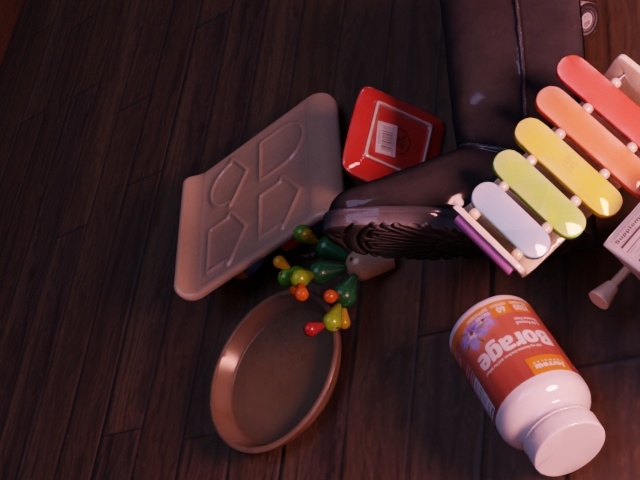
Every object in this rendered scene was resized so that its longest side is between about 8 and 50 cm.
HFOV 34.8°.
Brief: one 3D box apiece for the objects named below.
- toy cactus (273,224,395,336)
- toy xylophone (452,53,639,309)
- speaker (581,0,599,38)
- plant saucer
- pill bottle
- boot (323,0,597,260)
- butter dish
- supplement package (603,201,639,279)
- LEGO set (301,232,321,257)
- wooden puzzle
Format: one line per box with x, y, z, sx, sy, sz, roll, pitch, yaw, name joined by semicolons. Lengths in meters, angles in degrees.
0.026;0.056;1.572;0.180;0.112;0.219;-12;36;-6;toy cactus
0.325;-0.068;1.250;0.236;0.081;0.323;37;76;12;toy xylophone
0.357;-0.346;1.561;0.136;0.055;0.055;30;86;51;speaker
-0.067;0.210;1.627;0.277;0.041;0.278;-27;47;33;plant saucer
0.253;0.176;1.249;0.121;0.121;0.216;-44;40;14;pill bottle
0.191;-0.203;1.418;0.366;0.146;0.445;1;72;2;boot
0.100;-0.140;1.638;0.118;0.159;0.160;-34;38;61;butter dish
0.458;0.041;1.116;0.134;0.139;0.244;-50;38;6;supplement package
0.002;0.000;1.721;0.083;0.023;0.054;-35;43;5;LEGO set
-0.100;-0.070;1.817;0.347;0.080;0.322;-29;40;23;wooden puzzle
